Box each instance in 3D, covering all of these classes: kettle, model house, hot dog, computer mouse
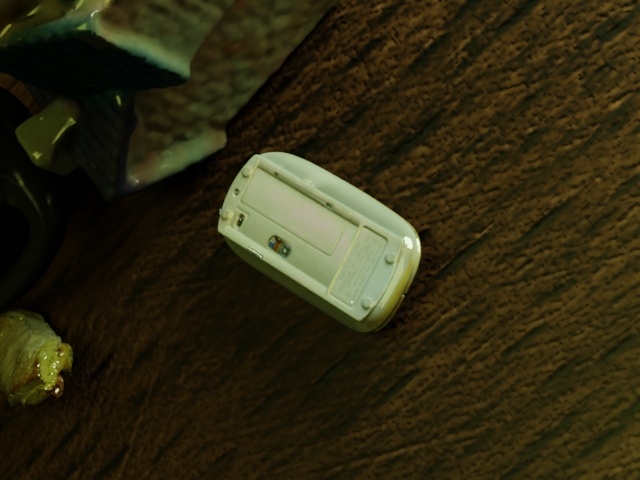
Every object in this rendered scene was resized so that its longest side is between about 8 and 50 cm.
[{"bbox_3d":[-0.336,-0.025,1.486,0.232,0.144,0.202,-41,80,38],"label":"kettle"},{"bbox_3d":[-0.187,-0.196,1.351,0.280,0.312,0.245,-47,62,14],"label":"model house"},{"bbox_3d":[-0.258,0.112,1.481,0.078,0.061,0.169,-57,30,1],"label":"hot dog"},{"bbox_3d":[0.001,0.000,1.342,0.199,0.045,0.102,30,98,34],"label":"computer mouse"}]
